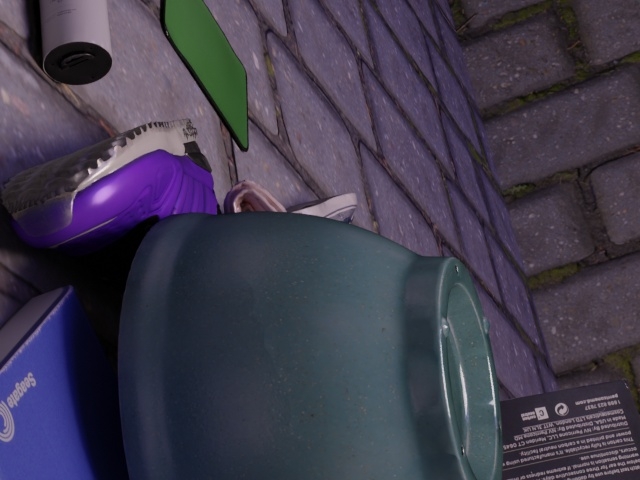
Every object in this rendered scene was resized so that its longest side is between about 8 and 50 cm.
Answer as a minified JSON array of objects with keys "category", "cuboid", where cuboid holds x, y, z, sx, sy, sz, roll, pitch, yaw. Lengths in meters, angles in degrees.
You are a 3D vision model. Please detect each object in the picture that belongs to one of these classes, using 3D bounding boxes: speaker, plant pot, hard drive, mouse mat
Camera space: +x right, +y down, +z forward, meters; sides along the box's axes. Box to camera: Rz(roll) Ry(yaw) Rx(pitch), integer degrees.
[{"category":"speaker","cuboid":[-0.198,-0.191,1.197,0.055,0.055,0.136,49,25,-54]},{"category":"plant pot","cuboid":[0.013,0.109,1.022,0.293,0.196,0.293,-10,90,-73]},{"category":"hard drive","cuboid":[-0.131,0.208,0.937,0.210,0.040,0.319,-65,133,-69]},{"category":"mouse mat","cuboid":[-0.120,-0.201,1.585,0.190,0.007,0.153,56,20,-39]}]

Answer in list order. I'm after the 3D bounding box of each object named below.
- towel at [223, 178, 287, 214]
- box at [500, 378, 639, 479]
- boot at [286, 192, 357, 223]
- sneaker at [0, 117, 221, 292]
[{"category":"towel","cuboid":[0.017,0.095,1.346,0.317,0.053,0.332,57,-2,3]},{"category":"box","cuboid":[0.229,0.357,1.492,0.343,0.178,0.313,101,-22,-60]},{"category":"boot","cuboid":[0.000,0.000,1.657,0.190,0.069,0.086,-24,101,-67]},{"category":"sneaker","cuboid":[-0.128,-0.005,1.108,0.293,0.102,0.146,-34,105,-75]}]
